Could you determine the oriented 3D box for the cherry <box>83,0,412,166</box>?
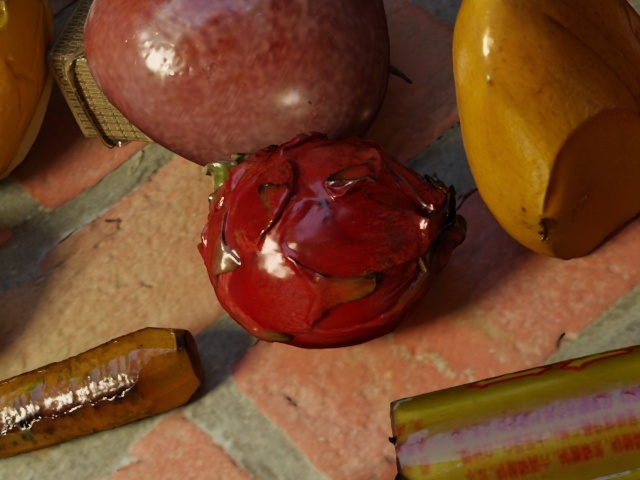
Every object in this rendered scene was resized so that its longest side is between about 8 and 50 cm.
[{"bbox_3d":[-0.049,-0.168,1.526,0.285,0.213,0.236,9,30,-20],"label":"cherry"}]

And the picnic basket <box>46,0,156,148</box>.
[{"bbox_3d":[-0.165,-0.175,1.654,0.079,0.115,0.164,6,53,25],"label":"picnic basket"}]

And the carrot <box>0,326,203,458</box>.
[{"bbox_3d":[-0.218,0.127,1.443,0.260,0.070,0.070,-16,46,10],"label":"carrot"}]

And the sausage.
[{"bbox_3d":[0.197,0.128,1.217,0.317,0.117,0.125,-16,7,11],"label":"sausage"}]

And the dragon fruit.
[{"bbox_3d":[0.000,0.000,1.389,0.209,0.172,0.172,7,53,33],"label":"dragon fruit"}]

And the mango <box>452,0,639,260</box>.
[{"bbox_3d":[0.170,-0.114,1.353,0.138,0.257,0.187,24,64,38],"label":"mango"}]

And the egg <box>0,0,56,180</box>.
[{"bbox_3d":[-0.368,-0.141,1.654,0.337,0.201,0.337,-16,39,13],"label":"egg"}]
